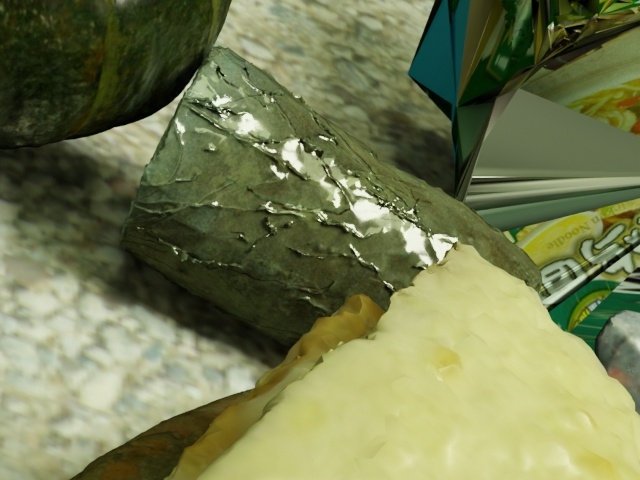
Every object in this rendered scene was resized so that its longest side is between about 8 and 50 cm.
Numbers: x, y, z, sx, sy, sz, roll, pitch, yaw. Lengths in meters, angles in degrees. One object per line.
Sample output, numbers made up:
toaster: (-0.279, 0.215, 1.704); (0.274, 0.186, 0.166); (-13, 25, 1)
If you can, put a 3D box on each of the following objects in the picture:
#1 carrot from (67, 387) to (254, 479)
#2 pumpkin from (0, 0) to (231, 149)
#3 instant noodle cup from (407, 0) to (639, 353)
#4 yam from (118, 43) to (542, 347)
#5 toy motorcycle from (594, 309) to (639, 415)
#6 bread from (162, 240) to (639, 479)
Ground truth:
carrot: (-0.090, 0.120, 0.649); (0.070, 0.070, 0.342); (45, 36, 13)
pumpkin: (-0.142, -0.131, 0.824); (0.224, 0.157, 0.223); (9, 41, -8)
instant noodle cup: (0.164, -0.070, 0.971); (0.240, 0.240, 0.178); (21, 32, -22)
yam: (0.000, 0.000, 0.842); (0.183, 0.107, 0.107); (31, 33, -13)
toy motorcycle: (0.185, 0.160, 0.738); (0.108, 0.173, 0.307); (-41, 90, -23)
bread: (0.087, 0.196, 0.583); (0.375, 0.165, 0.236); (49, 38, 2)
